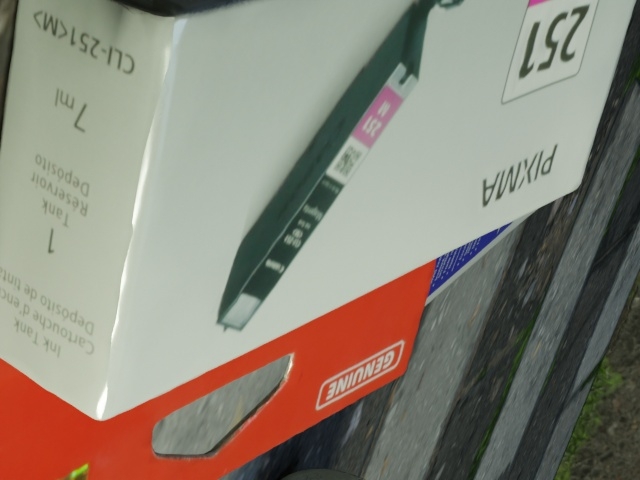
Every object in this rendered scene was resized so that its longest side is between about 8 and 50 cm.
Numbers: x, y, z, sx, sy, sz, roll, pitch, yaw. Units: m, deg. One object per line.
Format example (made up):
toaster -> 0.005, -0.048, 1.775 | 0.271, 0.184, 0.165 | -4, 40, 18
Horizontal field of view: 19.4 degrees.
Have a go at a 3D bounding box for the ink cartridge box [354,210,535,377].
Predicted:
ink cartridge box -> 0.068, -0.062, 0.896 | 0.332, 0.065, 0.165 | -35, 146, -66

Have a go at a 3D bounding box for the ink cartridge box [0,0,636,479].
ink cartridge box -> 0.000, 0.000, 0.627 | 0.275, 0.060, 0.239 | -24, 134, -49

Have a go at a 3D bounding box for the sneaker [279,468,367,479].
sneaker -> -0.037, 0.244, 0.920 | 0.296, 0.104, 0.147 | -48, 153, -61
